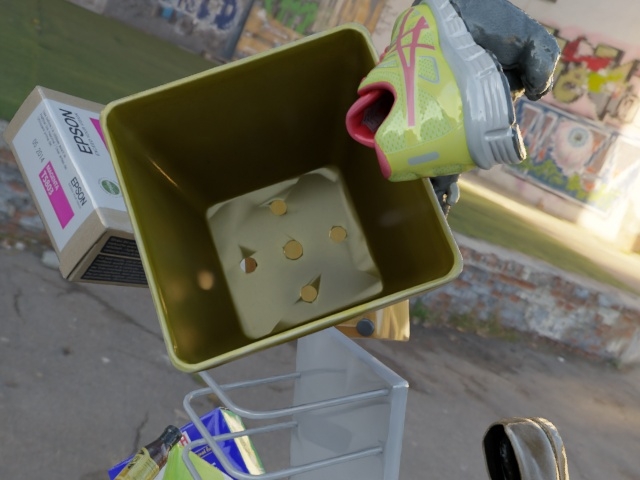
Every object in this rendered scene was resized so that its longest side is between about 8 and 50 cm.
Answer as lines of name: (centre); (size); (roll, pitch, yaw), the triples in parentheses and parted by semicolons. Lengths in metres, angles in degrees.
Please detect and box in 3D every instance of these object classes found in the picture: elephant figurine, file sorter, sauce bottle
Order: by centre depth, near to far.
elephant figurine: (0.100, -0.115, 0.735); (0.186, 0.239, 0.169); (40, -13, 10)
file sorter: (-0.044, 0.248, 0.834); (0.173, 0.277, 0.193); (-6, 20, -28)
sauce bottle: (-0.234, 0.302, 1.058); (0.042, 0.042, 0.128); (27, 43, 14)

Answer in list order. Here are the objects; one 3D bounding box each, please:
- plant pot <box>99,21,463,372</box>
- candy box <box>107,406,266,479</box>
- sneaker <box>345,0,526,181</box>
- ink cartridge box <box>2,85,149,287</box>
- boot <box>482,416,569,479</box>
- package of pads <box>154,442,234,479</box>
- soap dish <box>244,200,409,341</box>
plant pot: (-0.028, -0.013, 0.652); (0.187, 0.212, 0.212); (80, -9, -74)
candy box: (-0.232, 0.536, 1.570); (0.317, 0.268, 0.122); (61, 2, 20)
sneaker: (0.058, -0.099, 0.511); (0.208, 0.094, 0.081); (-96, 164, -63)
ink cartridge box: (-0.235, -0.057, 0.928); (0.193, 0.088, 0.234); (11, 39, -52)
boot: (0.262, 0.366, 0.955); (0.115, 0.112, 0.305); (18, 52, -48)
package of pads: (-0.201, 0.484, 1.203); (0.229, 0.101, 0.296); (41, 30, -24)
soap dish: (0.000, 0.000, 1.074); (0.229, 0.290, 0.118); (1, 11, 21)
